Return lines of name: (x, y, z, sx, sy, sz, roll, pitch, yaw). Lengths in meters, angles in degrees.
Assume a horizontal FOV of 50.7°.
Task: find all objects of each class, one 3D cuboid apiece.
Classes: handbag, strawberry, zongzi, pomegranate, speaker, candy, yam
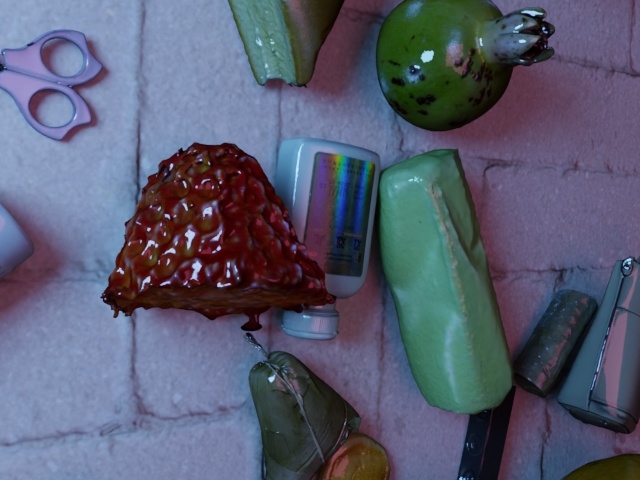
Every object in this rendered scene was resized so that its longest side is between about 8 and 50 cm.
handbag: (0.468, 0.137, 1.067, 0.241, 0.109, 0.315, 38, 66, -56)
strawberry: (-0.096, -0.006, 0.680, 0.234, 0.234, 0.177, 7, 75, -31)
zongzi: (-0.060, 0.224, 0.772, 0.178, 0.081, 0.189, -51, 127, -12)
pomegranate: (0.173, -0.232, 0.822, 0.179, 0.211, 0.179, 47, 32, -42)
speaker: (0.241, 0.301, 0.991, 0.046, 0.040, 0.191, 15, 86, -32)
candy: (0.165, 0.055, 0.874, 0.142, 0.132, 0.343, -23, 106, -25)
yam: (0.357, 0.156, 1.037, 0.068, 0.068, 0.169, 43, 76, -26)

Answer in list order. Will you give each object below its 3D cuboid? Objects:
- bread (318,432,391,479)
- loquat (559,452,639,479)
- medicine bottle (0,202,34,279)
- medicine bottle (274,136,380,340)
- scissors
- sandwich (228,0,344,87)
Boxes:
bread: (0.045, 0.305, 0.881, 0.110, 0.024, 0.110, -3, 95, -32)
loquat: (0.470, 0.479, 0.987, 0.329, 0.328, 0.328, -3, 95, -31)
medicine bottle: (-0.377, 0.054, 0.569, 0.260, 0.095, 0.095, -42, 113, -20)
medicine bottle: (0.000, 0.000, 0.799, 0.121, 0.083, 0.228, 7, 91, -34)
scissors: (-0.315, -0.166, 0.631, 0.212, 0.021, 0.110, 10, 91, -31)
sandwich: (-0.032, -0.296, 0.734, 0.128, 0.122, 0.235, 25, 81, -32)
